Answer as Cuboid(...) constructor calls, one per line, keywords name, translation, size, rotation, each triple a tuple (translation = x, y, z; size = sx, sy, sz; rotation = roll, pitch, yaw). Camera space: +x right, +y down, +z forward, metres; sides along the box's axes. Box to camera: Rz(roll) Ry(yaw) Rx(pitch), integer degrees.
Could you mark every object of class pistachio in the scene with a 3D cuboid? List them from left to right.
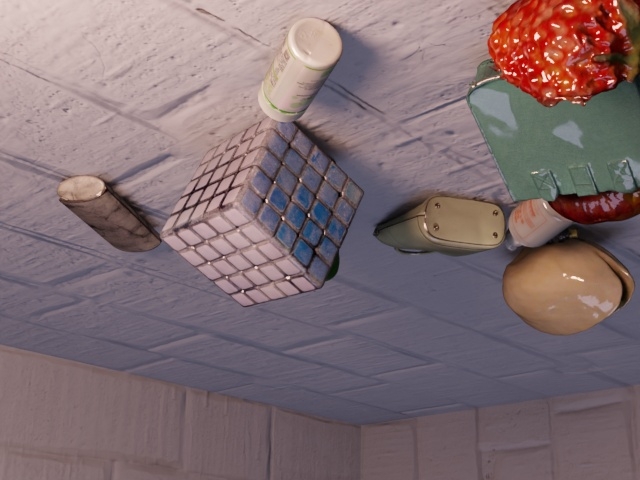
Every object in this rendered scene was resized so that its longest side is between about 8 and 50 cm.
Cuboid(name="pistachio", translation=(0.557, 0.102, 2.197), size=(0.207, 0.226, 0.331), rotation=(-6, 176, -42))

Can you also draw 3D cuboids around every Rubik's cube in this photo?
Cuboid(name="Rubik's cube", translation=(-0.104, -0.050, 1.745), size=(0.238, 0.237, 0.237), rotation=(-19, 126, 45))

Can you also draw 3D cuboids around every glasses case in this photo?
Cuboid(name="glasses case", translation=(-0.448, -0.052, 2.081), size=(0.114, 0.060, 0.299), rotation=(-4, 158, 13))

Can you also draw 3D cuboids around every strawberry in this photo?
Cuboid(name="strawberry", translation=(0.355, -0.302, 1.266), size=(0.253, 0.280, 0.150), rotation=(-24, 115, -3))

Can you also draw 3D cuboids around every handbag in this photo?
Cuboid(name="handbag", translation=(0.255, -0.020, 2.131), size=(0.241, 0.109, 0.315), rotation=(9, 171, -16))
Cuboid(name="handbag", translation=(0.386, -0.189, 1.500), size=(0.268, 0.100, 0.274), rotation=(-9, 133, 35))

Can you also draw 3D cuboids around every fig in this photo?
Cuboid(name="fig", translation=(0.510, -0.125, 1.707), size=(0.203, 0.186, 0.249), rotation=(-28, 172, 34))

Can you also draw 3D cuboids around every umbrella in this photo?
Cuboid(name="umbrella", translation=(0.503, -0.008, 2.158), size=(0.143, 0.040, 0.037), rotation=(-7, 123, 24))

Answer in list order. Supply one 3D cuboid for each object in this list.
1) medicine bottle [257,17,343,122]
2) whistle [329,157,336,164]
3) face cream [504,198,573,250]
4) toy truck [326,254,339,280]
Cuboid(name="medicine bottle", translation=(-0.034, -0.259, 1.485), size=(0.086, 0.086, 0.183), rotation=(8, 158, -16))
Cuboid(name="whistle", translation=(-0.013, -0.146, 1.861), size=(0.046, 0.057, 0.109), rotation=(41, -168, 31))
Cuboid(name="face cream", translation=(0.445, -0.040, 1.997), size=(0.101, 0.101, 0.252), rotation=(7, 159, -14))
Cuboid(name="toy truck", translation=(0.000, 0.000, 2.099), size=(0.101, 0.125, 0.242), rotation=(2, 158, 2))
